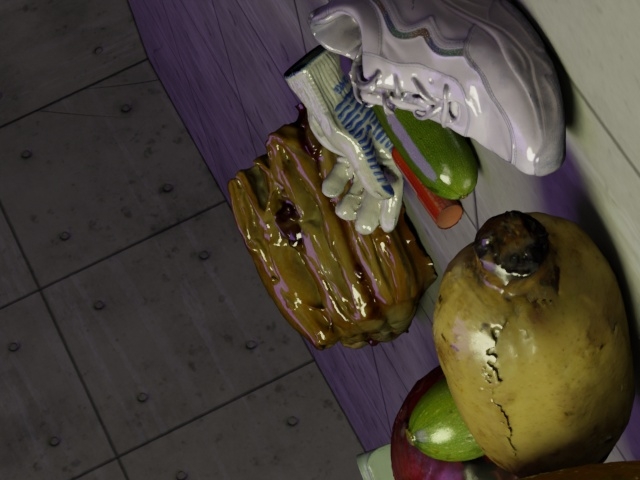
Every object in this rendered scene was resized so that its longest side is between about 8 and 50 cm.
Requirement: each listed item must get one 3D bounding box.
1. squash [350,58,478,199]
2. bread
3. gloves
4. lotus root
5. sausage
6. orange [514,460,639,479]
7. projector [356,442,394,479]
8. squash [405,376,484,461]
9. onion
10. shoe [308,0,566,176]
[{"bbox_3d":[0.077,-0.147,1.701,0.252,0.066,0.066,63,173,15],"label":"squash"},{"bbox_3d":[0.000,0.000,2.276,0.314,0.191,0.370,63,174,4],"label":"bread"},{"bbox_3d":[0.034,-0.114,2.011,0.119,0.097,0.229,-133,22,-81],"label":"gloves"},{"bbox_3d":[0.172,0.082,1.431,0.146,0.160,0.284,18,148,30],"label":"lotus root"},{"bbox_3d":[0.109,-0.066,1.880,0.129,0.034,0.034,58,171,40],"label":"sausage"},{"bbox_3d":[0.212,0.304,1.347,0.196,0.334,0.263,1,-98,-58],"label":"orange"},{"bbox_3d":[0.131,0.327,2.093,0.250,0.108,0.198,54,-165,-82],"label":"projector"},{"bbox_3d":[0.163,0.142,1.610,0.095,0.188,0.095,60,173,13],"label":"squash"},{"bbox_3d":[0.171,0.249,1.852,0.246,0.190,0.246,44,143,45],"label":"onion"},{"bbox_3d":[0.092,-0.132,1.364,0.245,0.137,0.095,59,176,33],"label":"shoe"}]
